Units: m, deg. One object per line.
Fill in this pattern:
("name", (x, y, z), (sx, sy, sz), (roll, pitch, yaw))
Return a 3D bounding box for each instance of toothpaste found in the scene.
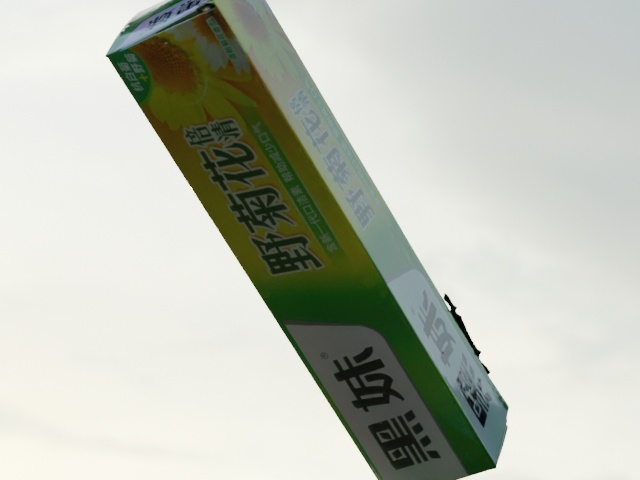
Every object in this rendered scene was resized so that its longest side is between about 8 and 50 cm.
("toothpaste", (0.000, 0.000, 0.592), (0.043, 0.037, 0.178), (-22, -68, 24))
